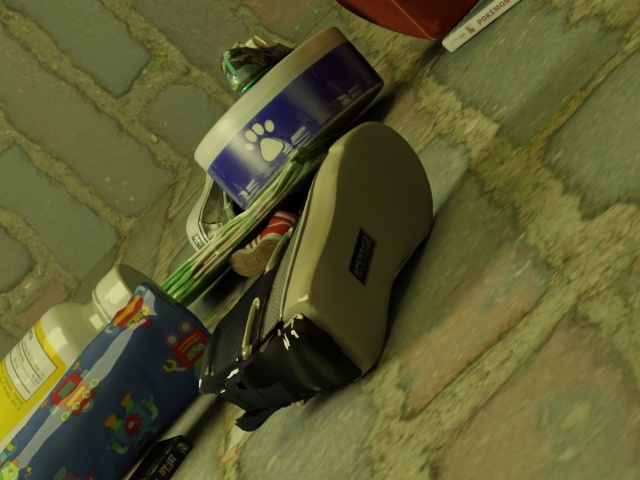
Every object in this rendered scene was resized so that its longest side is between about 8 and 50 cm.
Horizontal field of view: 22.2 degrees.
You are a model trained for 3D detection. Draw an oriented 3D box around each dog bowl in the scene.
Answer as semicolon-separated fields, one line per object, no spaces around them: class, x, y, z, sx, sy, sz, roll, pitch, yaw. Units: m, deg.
dog bowl;-0.041;-0.163;2.213;0.265;0.104;0.265;-42;-2;-2

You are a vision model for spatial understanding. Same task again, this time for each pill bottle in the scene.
pill bottle;-0.290;0.194;1.866;0.334;0.188;0.188;-47;10;7

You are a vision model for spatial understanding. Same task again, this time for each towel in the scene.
towel;-0.105;-0.014;2.144;0.325;0.038;0.248;-45;-3;15

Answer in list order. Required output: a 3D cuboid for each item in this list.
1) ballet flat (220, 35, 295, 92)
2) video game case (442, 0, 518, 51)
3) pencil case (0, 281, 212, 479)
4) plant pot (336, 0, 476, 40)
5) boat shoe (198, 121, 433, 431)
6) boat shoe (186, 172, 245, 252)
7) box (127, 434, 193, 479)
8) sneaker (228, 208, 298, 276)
ballet flat;-0.083;-0.242;2.163;0.070;0.070;0.188;-45;-3;18
video game case;0.249;-0.341;2.044;0.183;0.023;0.201;-34;18;54
pencil case;-0.227;0.190;1.698;0.119;0.133;0.306;28;74;43
plant pot;0.102;-0.409;2.061;0.267;0.267;0.236;-46;44;7
boat shoe;-0.009;0.026;1.467;0.158;0.127;0.340;-33;18;32
boat shoe;-0.115;-0.097;2.419;0.105;0.113;0.306;-35;19;31
box;-0.170;0.235;1.685;0.067;0.018;0.083;-54;11;-26
sneaker;-0.067;0.002;2.050;0.118;0.042;0.067;-28;25;50
